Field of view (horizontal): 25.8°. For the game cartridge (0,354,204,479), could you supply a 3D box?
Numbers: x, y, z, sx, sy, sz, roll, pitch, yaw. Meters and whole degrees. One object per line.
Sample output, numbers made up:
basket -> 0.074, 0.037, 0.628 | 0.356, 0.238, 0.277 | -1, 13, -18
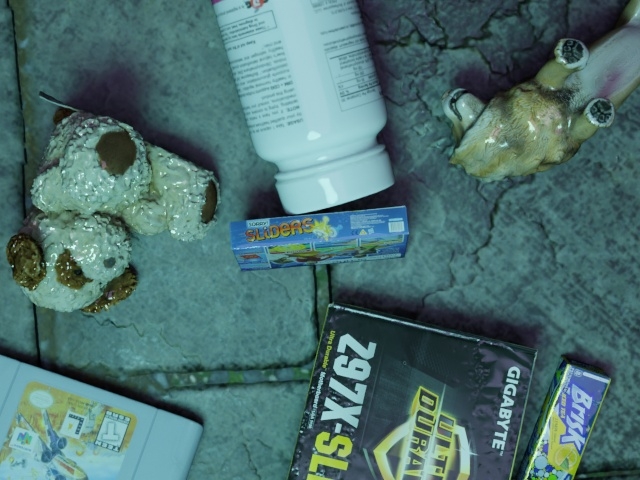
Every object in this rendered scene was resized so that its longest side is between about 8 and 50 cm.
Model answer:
game cartridge -> -0.309, 0.266, 1.669 | 0.297, 0.062, 0.198 | 19, 65, -3

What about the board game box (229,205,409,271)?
board game box -> 0.000, 0.000, 1.631 | 0.201, 0.136, 0.035 | -5, 78, 0

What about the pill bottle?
pill bottle -> -0.016, -0.183, 1.596 | 0.160, 0.160, 0.283 | -15, 97, 2

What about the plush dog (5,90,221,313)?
plush dog -> -0.275, -0.026, 1.607 | 0.211, 0.262, 0.225 | 23, 87, 30

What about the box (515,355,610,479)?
box -> 0.295, 0.230, 1.704 | 0.059, 0.054, 0.169 | 19, 98, -2

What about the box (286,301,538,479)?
box -> 0.097, 0.256, 1.650 | 0.257, 0.079, 0.322 | 13, 82, 4

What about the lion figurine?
lion figurine -> 0.328, -0.201, 1.592 | 0.392, 0.240, 0.142 | -30, 86, -11
